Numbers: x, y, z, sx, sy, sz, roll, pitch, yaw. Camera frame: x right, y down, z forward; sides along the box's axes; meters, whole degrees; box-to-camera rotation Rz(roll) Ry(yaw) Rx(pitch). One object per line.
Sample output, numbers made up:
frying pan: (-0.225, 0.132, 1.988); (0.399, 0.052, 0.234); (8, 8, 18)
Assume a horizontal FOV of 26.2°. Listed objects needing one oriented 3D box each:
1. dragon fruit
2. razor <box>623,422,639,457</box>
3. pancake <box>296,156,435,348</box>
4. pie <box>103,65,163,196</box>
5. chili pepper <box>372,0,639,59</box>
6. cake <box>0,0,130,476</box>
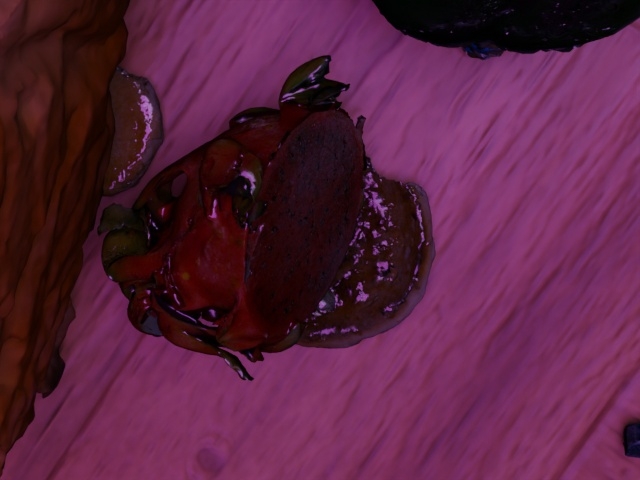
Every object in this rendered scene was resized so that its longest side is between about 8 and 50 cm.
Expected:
dragon fruit: (-0.046, -0.002, 0.698); (0.175, 0.138, 0.142); (-13, 64, 26)
razor: (0.268, 0.125, 0.783); (0.190, 0.033, 0.066); (5, 54, 2)
pancake: (0.000, 0.006, 0.771); (0.129, 0.022, 0.116); (0, 99, 6)
pie: (-0.129, -0.064, 0.761); (0.084, 0.020, 0.084); (0, 97, 2)
chili pepper: (0.084, -0.164, 0.632); (0.165, 0.261, 0.174); (-19, 74, -27)
cake: (-0.263, -0.032, 0.590); (0.307, 0.293, 0.314); (15, 118, -2)
